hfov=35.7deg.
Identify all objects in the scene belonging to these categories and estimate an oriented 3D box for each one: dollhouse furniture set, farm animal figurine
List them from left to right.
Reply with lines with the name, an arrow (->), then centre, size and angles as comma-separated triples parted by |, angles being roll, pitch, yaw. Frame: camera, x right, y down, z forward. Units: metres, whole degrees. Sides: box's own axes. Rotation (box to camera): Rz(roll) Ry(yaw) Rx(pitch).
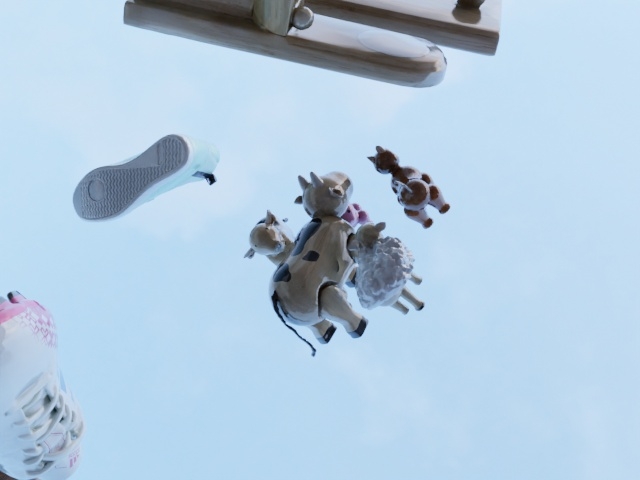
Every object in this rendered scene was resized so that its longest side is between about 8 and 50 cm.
farm animal figurine -> 0.000, 0.000, 1.396 | 0.330, 0.172, 0.327 | -30, -150, 36
dollhouse furniture set -> 0.013, -0.134, 0.311 | 0.123, 0.151, 0.144 | 13, -148, 4

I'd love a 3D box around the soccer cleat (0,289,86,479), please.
soccer cleat -> -0.250, 0.138, 0.849 | 0.116, 0.331, 0.143 | -39, -92, -19

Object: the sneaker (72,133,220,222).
sneaker -> -0.286, -0.097, 1.676 | 0.256, 0.151, 0.094 | -24, -98, 22

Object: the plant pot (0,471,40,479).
plant pot -> -0.356, 0.251, 1.120 | 0.167, 0.167, 0.165 | -10, -119, 17
